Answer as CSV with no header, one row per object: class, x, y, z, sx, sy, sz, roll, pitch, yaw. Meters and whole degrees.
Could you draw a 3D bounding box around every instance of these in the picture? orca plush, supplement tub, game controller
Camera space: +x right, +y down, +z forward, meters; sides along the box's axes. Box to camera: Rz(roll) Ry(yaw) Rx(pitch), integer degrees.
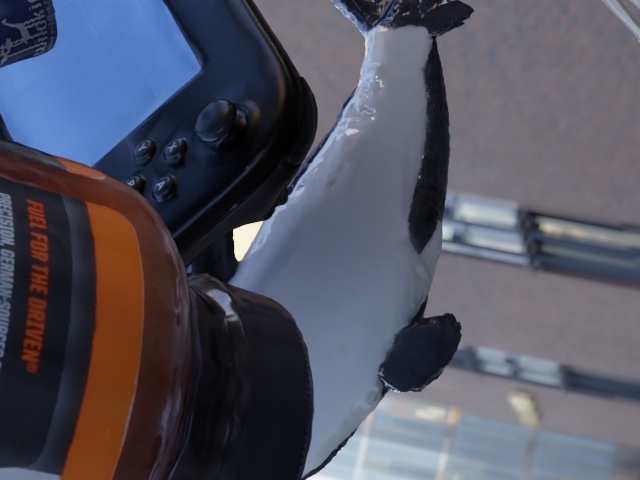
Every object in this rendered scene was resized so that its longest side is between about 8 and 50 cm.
orca plush,0.000,0.000,0.964,0.102,0.151,0.287,127,148,-81
supplement tub,-0.099,0.023,0.353,0.106,0.198,0.106,-30,52,48
game controller,-0.114,-0.092,0.847,0.067,0.166,0.319,52,-175,-45

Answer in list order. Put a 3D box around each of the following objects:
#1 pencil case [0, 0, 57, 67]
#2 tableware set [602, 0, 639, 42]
pencil case,-0.192,-0.252,0.561,0.183,0.160,0.410,-84,-14,-68
tableware set,0.189,-0.084,0.720,0.024,0.154,0.104,-33,-14,-32
